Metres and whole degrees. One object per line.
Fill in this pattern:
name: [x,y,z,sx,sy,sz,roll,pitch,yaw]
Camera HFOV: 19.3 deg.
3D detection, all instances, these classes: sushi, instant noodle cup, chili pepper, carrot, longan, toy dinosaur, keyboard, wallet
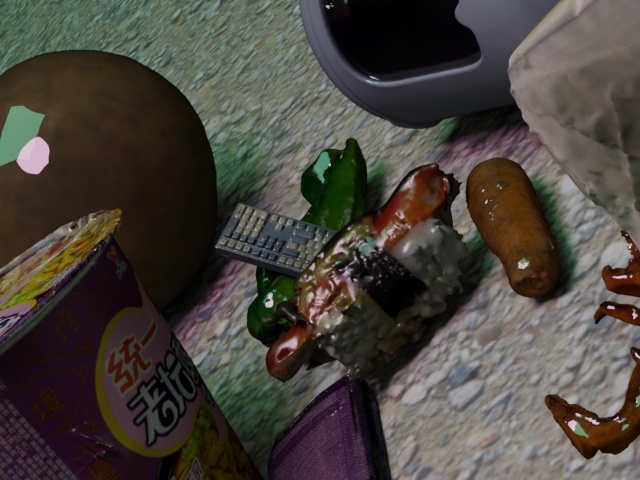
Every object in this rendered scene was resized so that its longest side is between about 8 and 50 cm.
sushi: [0.048,0.041,1.560,0.226,0.097,0.103,-44,55,2]
instant noodle cup: [-0.215,0.173,1.541,0.340,0.266,0.340,-37,13,10]
chili pepper: [-0.001,0.001,1.735,0.099,0.083,0.253,-41,20,38]
carrot: [0.156,-0.013,1.518,0.060,0.060,0.186,-42,25,14]
longan: [-0.254,-0.040,1.959,0.319,0.319,0.319,-38,26,22]
toy dinosaur: [0.256,0.102,1.143,0.208,0.097,0.432,-40,27,-5]
keyboard: [-0.003,0.012,1.655,0.176,0.014,0.055,16,57,16]
wallet: [0.002,0.184,1.510,0.111,0.030,0.166,-41,25,16]

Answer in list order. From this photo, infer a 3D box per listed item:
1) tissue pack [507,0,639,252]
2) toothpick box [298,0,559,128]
tissue pack: [0.329,-0.177,1.162,0.380,0.207,0.297,-44,6,-39]
toothpick box: [0.179,-0.235,1.622,0.355,0.263,0.263,-6,47,55]
